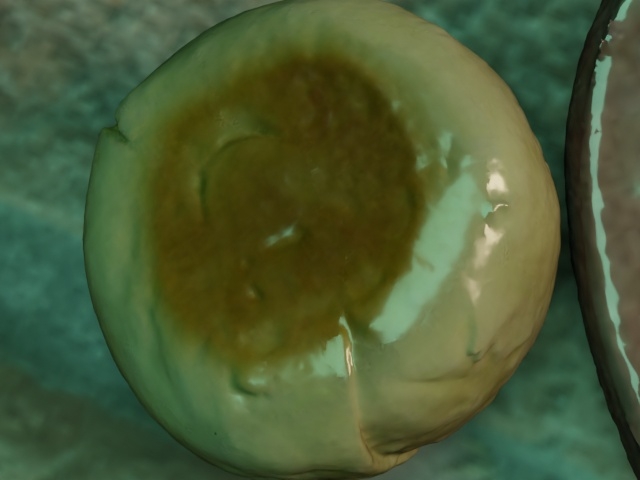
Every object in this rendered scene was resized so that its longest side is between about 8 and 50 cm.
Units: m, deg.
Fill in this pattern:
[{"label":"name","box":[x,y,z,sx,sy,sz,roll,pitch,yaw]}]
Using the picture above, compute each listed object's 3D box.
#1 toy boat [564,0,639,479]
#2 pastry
[{"label":"toy boat","box":[0.158,-0.009,0.537,0.155,0.085,0.227,-9,90,16]},{"label":"pastry","box":[0.000,0.000,0.541,0.156,0.092,0.156,-3,75,13]}]
